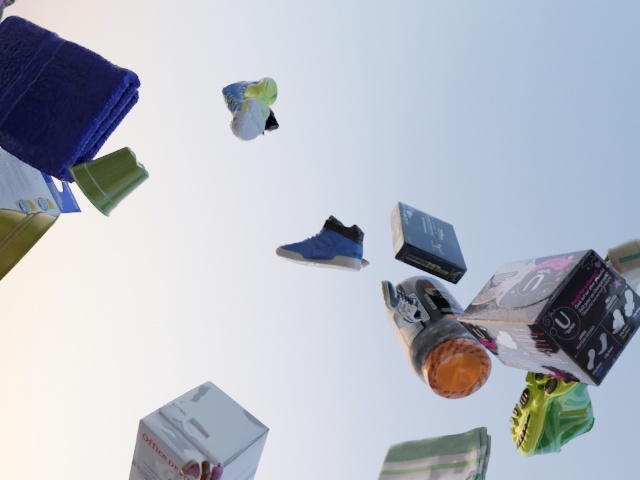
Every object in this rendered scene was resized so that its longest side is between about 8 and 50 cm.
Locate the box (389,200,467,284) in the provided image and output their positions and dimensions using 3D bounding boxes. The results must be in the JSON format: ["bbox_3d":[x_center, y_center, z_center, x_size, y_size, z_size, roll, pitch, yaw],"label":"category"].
[{"bbox_3d":[0.285,0.000,1.255,0.233,0.183,0.059,-81,-163,-57],"label":"box"}]

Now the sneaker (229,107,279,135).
[{"bbox_3d":[-0.222,-0.387,1.554,0.087,0.130,0.227,-47,-171,-34],"label":"sneaker"}]

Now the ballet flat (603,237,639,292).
[{"bbox_3d":[0.528,0.062,0.838,0.086,0.248,0.086,-8,-114,18],"label":"ballet flat"}]

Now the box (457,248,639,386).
[{"bbox_3d":[0.385,0.126,0.807,0.163,0.142,0.247,-47,-177,-13],"label":"box"}]

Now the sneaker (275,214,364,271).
[{"bbox_3d":[0.000,0.000,0.772,0.152,0.058,0.085,6,-102,26],"label":"sneaker"}]

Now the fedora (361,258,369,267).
[{"bbox_3d":[0.048,0.018,1.283,0.194,0.194,0.079,2,-108,50],"label":"fedora"}]

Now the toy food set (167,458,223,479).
[{"bbox_3d":[-0.188,0.373,0.721,0.019,0.122,0.078,21,-123,42],"label":"toy food set"}]

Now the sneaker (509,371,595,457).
[{"bbox_3d":[0.471,0.301,0.906,0.109,0.123,0.296,-98,-161,-60],"label":"sneaker"}]

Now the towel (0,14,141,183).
[{"bbox_3d":[-0.483,-0.248,0.815,0.308,0.076,0.228,28,-99,16],"label":"towel"}]

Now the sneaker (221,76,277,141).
[{"bbox_3d":[-0.193,-0.319,1.132,0.126,0.091,0.240,5,-138,15],"label":"sneaker"}]

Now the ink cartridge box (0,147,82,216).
[{"bbox_3d":[-0.679,-0.102,0.949,0.065,0.311,0.186,-38,-101,34],"label":"ink cartridge box"}]

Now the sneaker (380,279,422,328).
[{"bbox_3d":[0.099,0.073,0.566,0.037,0.083,0.032,-18,-137,17],"label":"sneaker"}]

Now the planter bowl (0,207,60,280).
[{"bbox_3d":[-0.591,0.007,0.848,0.217,0.090,0.217,-35,-153,21],"label":"planter bowl"}]

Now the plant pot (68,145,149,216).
[{"bbox_3d":[-0.283,-0.088,0.638,0.079,0.083,0.083,-35,-137,-8],"label":"plant pot"}]

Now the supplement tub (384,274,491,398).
[{"bbox_3d":[0.292,0.237,1.182,0.194,0.193,0.316,-60,-162,16],"label":"supplement tub"}]

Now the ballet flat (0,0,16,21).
[{"bbox_3d":[-0.450,-0.263,0.567,0.221,0.077,0.079,-56,174,-22],"label":"ballet flat"}]

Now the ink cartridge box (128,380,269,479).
[{"bbox_3d":[-0.269,0.495,1.002,0.198,0.197,0.270,29,-66,25],"label":"ink cartridge box"}]

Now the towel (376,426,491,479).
[{"bbox_3d":[0.181,0.477,0.850,0.247,0.325,0.038,-26,-82,31],"label":"towel"}]
